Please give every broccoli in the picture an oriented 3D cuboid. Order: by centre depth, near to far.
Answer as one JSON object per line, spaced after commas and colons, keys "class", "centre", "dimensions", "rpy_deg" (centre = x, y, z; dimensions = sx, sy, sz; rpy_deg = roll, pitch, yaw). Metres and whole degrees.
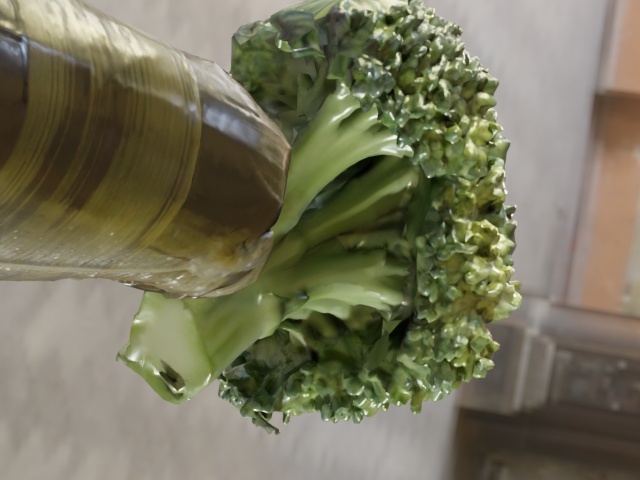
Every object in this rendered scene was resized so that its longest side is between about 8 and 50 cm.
{"class": "broccoli", "centre": [0.021, 0.000, 1.329], "dimensions": [0.302, 0.249, 0.375], "rpy_deg": [-75, -173, -45]}

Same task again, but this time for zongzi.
{"class": "zongzi", "centre": [-0.193, -0.026, 0.980], "dimensions": [0.286, 0.288, 0.134], "rpy_deg": [23, 54, -47]}
